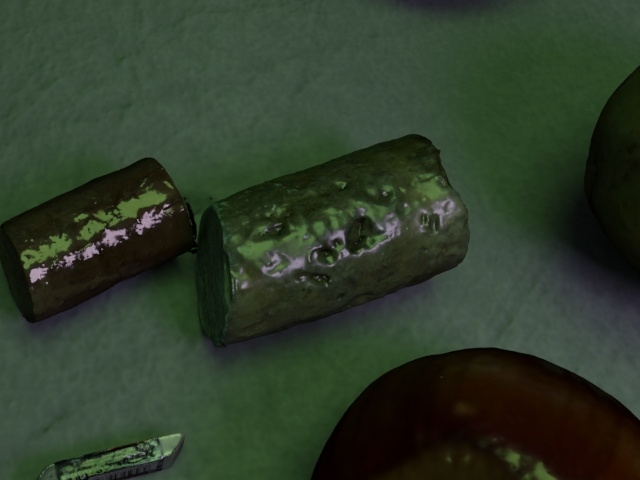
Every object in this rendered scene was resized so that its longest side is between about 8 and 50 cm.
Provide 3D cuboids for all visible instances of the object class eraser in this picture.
[{"bbox_3d":[-0.135,0.144,0.671,0.099,0.027,0.019,-10,62,-17],"label":"eraser"}]

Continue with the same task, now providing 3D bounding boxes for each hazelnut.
[{"bbox_3d":[0.104,0.156,0.639,0.212,0.181,0.181,14,85,18],"label":"hazelnut"}]

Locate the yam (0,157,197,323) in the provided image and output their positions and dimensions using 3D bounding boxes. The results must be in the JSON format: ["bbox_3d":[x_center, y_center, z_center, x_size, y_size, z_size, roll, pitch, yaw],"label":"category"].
[{"bbox_3d":[-0.155,-0.003,0.721,0.127,0.084,0.084,-24,68,-25],"label":"yam"}]

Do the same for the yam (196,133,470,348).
[{"bbox_3d":[0.000,0.000,0.742,0.194,0.107,0.107,-19,66,-21],"label":"yam"}]

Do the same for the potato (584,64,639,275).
[{"bbox_3d":[0.355,-0.055,0.808,0.351,0.202,0.218,-15,53,-35],"label":"potato"}]
